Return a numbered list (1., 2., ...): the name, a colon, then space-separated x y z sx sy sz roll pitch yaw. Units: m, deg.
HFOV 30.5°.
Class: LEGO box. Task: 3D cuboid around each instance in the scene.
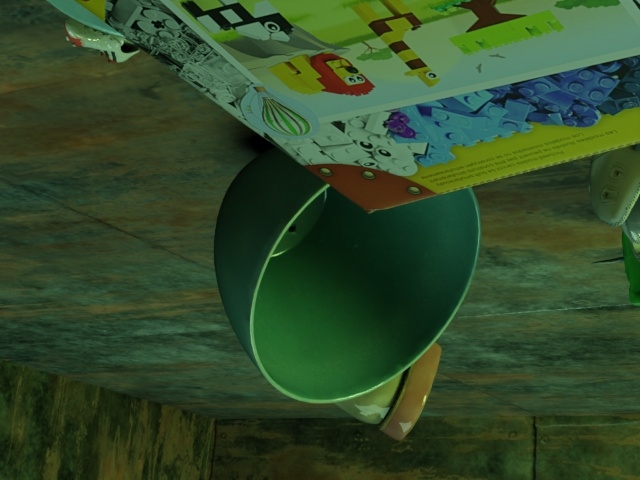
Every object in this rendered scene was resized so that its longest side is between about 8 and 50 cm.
1. LEGO box: 0.091 -0.220 0.437 0.372 0.193 0.500 34 149 -32

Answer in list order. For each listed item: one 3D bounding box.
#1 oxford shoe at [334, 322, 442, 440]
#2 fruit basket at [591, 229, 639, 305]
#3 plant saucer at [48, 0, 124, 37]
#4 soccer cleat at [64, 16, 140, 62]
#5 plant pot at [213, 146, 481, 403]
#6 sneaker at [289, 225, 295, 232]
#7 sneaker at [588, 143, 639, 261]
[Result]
1. oxford shoe: 0.083 0.082 1.432 0.130 0.348 0.123 23 125 -4
2. fruit basket: 0.512 0.006 1.219 0.353 0.165 0.327 0 177 -16
3. plant saucer: -0.129 -0.212 0.920 0.195 0.037 0.195 4 162 1
4. soccer cleat: -0.197 -0.183 1.055 0.036 0.029 0.083 -14 160 26
5. plant pot: 0.000 0.000 1.261 0.290 0.290 0.195 22 -168 -44
6. sneaker: 0.004 0.037 1.515 0.296 0.146 0.105 -13 154 42
7. sneaker: 0.285 -0.118 0.816 0.138 0.210 0.366 6 163 -5
